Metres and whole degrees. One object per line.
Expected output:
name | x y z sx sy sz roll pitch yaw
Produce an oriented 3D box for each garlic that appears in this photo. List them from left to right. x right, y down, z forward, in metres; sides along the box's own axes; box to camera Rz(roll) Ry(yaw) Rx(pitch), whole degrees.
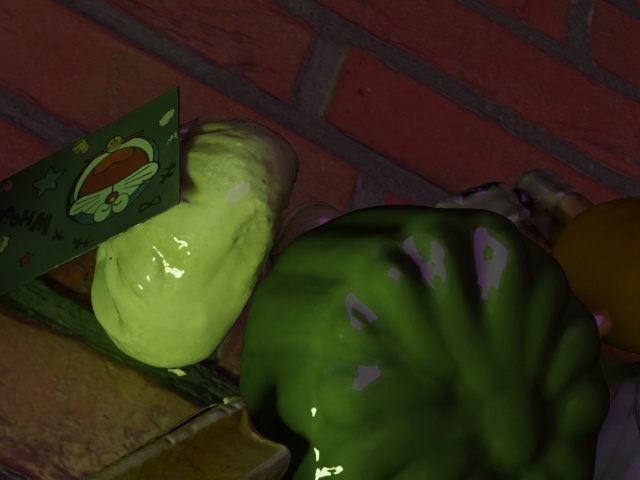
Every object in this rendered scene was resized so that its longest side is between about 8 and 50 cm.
garlic | -0.004 -0.003 1.966 0.094 0.074 0.113 4 16 -11

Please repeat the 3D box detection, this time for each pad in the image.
pad | -0.229 -0.035 1.710 0.006 0.245 0.170 49 24 -37

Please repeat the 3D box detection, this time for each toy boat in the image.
toy boat | 0.351 0.227 1.955 0.199 0.100 0.290 18 40 -21

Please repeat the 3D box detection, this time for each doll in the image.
doll | 0.310 0.028 2.028 0.348 0.161 0.423 -11 30 -11

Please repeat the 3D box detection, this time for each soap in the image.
soap | -0.158 0.239 1.480 0.089 0.173 0.274 46 38 14

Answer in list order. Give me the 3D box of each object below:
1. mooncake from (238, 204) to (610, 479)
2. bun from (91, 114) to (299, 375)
mooncake | 0.099 0.132 1.690 0.351 0.187 0.351 1 88 -31
bun | -0.125 -0.011 1.746 0.160 0.259 0.259 27 36 -9
